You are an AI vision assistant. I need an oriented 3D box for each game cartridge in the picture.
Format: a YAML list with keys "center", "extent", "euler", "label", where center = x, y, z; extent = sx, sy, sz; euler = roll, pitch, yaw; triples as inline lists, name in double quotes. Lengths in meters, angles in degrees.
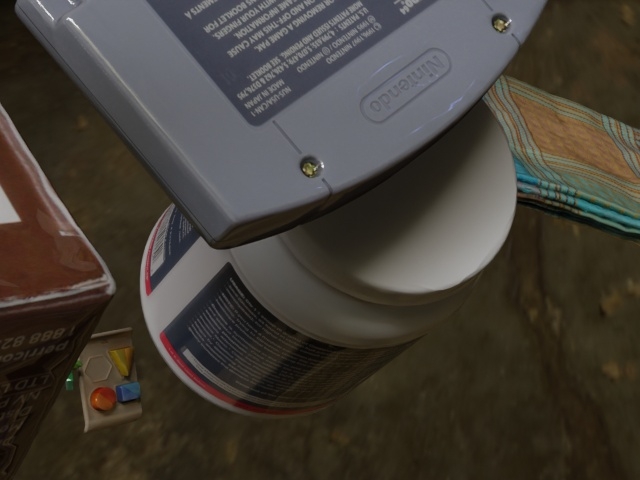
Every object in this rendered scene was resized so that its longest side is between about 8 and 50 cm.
- center: [-0.004, -0.126, 1.114]
  extent: [0.198, 0.297, 0.062]
  euler: [53, 145, -1]
  label: "game cartridge"

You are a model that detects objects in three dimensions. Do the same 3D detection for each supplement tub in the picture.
- center: [0.000, 0.000, 1.331]
  extent: [0.191, 0.272, 0.191]
  euler: [8, 67, -20]
  label: "supplement tub"

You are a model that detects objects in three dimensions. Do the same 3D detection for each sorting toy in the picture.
- center: [-0.140, 0.090, 1.238]
  extent: [0.012, 0.083, 0.062]
  euler: [-3, 93, 32]
  label: "sorting toy"

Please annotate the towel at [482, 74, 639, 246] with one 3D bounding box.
- center: [0.207, -0.087, 1.783]
  extent: [0.370, 0.271, 0.040]
  euler: [18, 115, -22]
  label: "towel"

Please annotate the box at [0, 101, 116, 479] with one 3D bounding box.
- center: [-0.224, 0.077, 0.651]
  extent: [0.191, 0.143, 0.381]
  euler: [56, 133, 26]
  label: "box"
